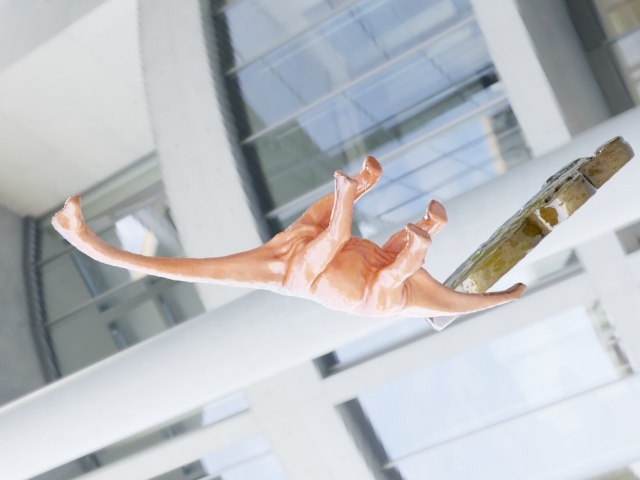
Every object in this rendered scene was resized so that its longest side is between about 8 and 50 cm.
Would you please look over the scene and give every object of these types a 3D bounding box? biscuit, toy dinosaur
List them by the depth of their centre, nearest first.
[{"bbox_3d":[0.001,0.003,0.599,0.279,0.101,0.055,20,-156,-21],"label":"toy dinosaur"},{"bbox_3d":[0.178,-0.006,0.975,0.236,0.180,0.039,-42,-94,-19],"label":"biscuit"}]
